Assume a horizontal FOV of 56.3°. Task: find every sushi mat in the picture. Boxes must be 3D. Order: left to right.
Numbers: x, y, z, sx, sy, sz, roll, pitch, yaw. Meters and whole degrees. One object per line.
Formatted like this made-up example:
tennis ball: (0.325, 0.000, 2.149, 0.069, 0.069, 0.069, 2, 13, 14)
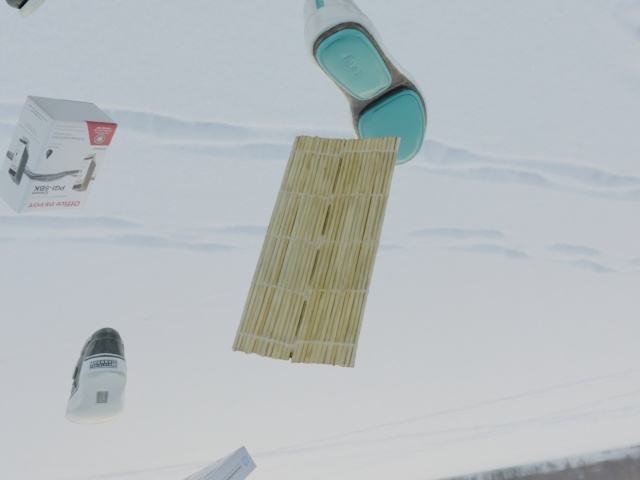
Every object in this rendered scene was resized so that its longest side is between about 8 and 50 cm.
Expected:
sushi mat: (0.000, 0.000, 0.745, 0.151, 0.316, 0.019, 6, 155, 18)

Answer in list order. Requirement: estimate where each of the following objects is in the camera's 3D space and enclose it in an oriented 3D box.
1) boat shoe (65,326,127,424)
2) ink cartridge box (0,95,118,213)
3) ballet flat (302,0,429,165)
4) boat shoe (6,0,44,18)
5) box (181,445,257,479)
boat shoe: (-0.305, 0.194, 0.833, 0.078, 0.070, 0.219, 8, 142, -25)
ink cartridge box: (-0.328, -0.103, 0.744, 0.135, 0.056, 0.099, -59, 159, 22)
ballet flat: (0.080, -0.264, 0.977, 0.139, 0.139, 0.400, -17, 155, 18)
boat shoe: (-0.285, -0.301, 0.579, 0.084, 0.233, 0.079, -31, 141, 26)
box: (-0.191, 0.352, 0.788, 0.186, 0.038, 0.145, -36, 174, 25)
